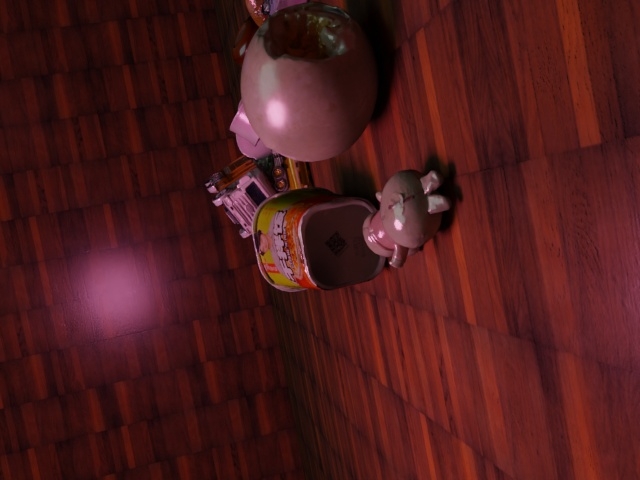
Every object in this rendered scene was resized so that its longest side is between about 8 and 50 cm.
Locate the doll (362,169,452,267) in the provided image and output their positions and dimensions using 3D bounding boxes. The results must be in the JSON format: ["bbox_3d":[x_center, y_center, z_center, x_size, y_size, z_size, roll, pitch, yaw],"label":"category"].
[{"bbox_3d":[0.146,-0.038,1.166,0.275,0.113,0.154,115,145,-72],"label":"doll"}]

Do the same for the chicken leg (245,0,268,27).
[{"bbox_3d":[-0.168,-0.717,2.081,0.085,0.101,0.207,-119,5,-64],"label":"chicken leg"}]

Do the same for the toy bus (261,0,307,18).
[{"bbox_3d":[-0.113,-0.724,1.779,0.138,0.113,0.316,113,144,-52],"label":"toy bus"}]

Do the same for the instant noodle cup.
[{"bbox_3d":[0.000,0.000,1.585,0.308,0.294,0.293,-174,73,-70],"label":"instant noodle cup"}]

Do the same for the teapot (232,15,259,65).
[{"bbox_3d":[-0.228,-0.704,2.305,0.178,0.135,0.252,-38,37,39],"label":"teapot"}]

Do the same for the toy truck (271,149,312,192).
[{"bbox_3d":[-0.096,-0.241,2.115,0.098,0.114,0.226,26,-129,-78],"label":"toy truck"}]

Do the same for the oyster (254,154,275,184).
[{"bbox_3d":[-0.198,-0.262,2.456,0.166,0.094,0.294,116,153,-59],"label":"oyster"}]

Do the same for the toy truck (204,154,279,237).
[{"bbox_3d":[-0.251,-0.168,2.207,0.173,0.207,0.387,53,179,-23],"label":"toy truck"}]

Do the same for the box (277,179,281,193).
[{"bbox_3d":[-0.106,-0.171,2.331,0.237,0.070,0.152,104,153,-60],"label":"box"}]

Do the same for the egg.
[{"bbox_3d":[-0.024,-0.297,1.322,0.336,0.279,0.278,93,161,-55],"label":"egg"}]

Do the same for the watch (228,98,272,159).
[{"bbox_3d":[-0.198,-0.393,2.161,0.244,0.196,0.231,-58,8,3],"label":"watch"}]
